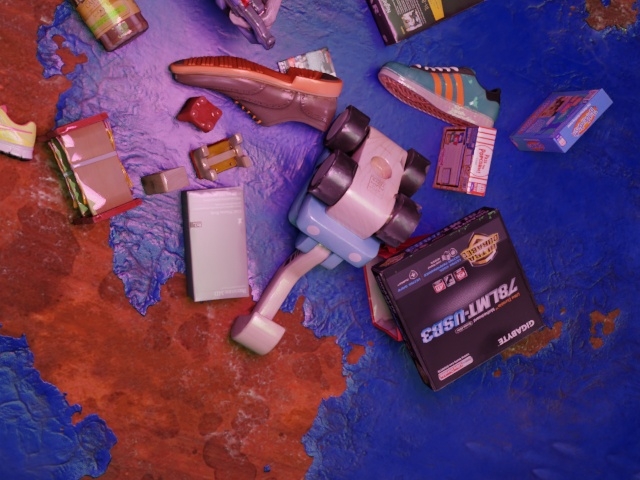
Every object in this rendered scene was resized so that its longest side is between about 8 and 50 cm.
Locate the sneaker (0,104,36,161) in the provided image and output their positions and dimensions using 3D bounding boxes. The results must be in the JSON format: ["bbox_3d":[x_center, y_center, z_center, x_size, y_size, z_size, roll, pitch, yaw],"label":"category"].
[{"bbox_3d":[-0.667,-0.235,1.724,0.208,0.081,0.094,22,84,-23],"label":"sneaker"}]

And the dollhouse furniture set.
[{"bbox_3d":[-0.360,-0.186,1.791,0.374,0.152,0.201,-24,102,-28],"label":"dollhouse furniture set"}]

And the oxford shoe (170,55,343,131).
[{"bbox_3d":[-0.141,-0.307,1.826,0.363,0.130,0.133,9,113,-6],"label":"oxford shoe"}]

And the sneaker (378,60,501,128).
[{"bbox_3d":[0.272,-0.348,1.943,0.302,0.108,0.121,23,84,-20],"label":"sneaker"}]

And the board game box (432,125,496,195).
[{"bbox_3d":[0.317,-0.180,1.922,0.045,0.193,0.147,9,95,-16],"label":"board game box"}]

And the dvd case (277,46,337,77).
[{"bbox_3d":[-0.027,-0.369,1.902,0.119,0.013,0.087,-20,102,-10],"label":"dvd case"}]

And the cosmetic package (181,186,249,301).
[{"bbox_3d":[-0.226,0.006,1.851,0.127,0.107,0.238,-7,95,-17],"label":"cosmetic package"}]

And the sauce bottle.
[{"bbox_3d":[-0.480,-0.544,1.714,0.111,0.111,0.344,-37,103,-8],"label":"sauce bottle"}]

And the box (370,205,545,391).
[{"bbox_3d":[0.296,0.121,1.830,0.295,0.073,0.293,-27,103,-11],"label":"box"}]

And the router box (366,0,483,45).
[{"bbox_3d":[0.198,-0.619,1.895,0.243,0.081,0.309,-27,103,-10],"label":"router box"}]

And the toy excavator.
[{"bbox_3d":[0.000,0.000,1.863,0.222,0.445,0.433,32,47,-15],"label":"toy excavator"}]

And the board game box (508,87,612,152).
[{"bbox_3d":[0.541,-0.272,1.961,0.160,0.210,0.047,-46,106,-5],"label":"board game box"}]

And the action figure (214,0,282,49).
[{"bbox_3d":[-0.167,-0.545,1.678,0.178,0.330,0.341,-40,105,-5],"label":"action figure"}]

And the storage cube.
[{"bbox_3d":[0.219,0.096,1.935,0.193,0.183,0.215,-11,99,-14],"label":"storage cube"}]
